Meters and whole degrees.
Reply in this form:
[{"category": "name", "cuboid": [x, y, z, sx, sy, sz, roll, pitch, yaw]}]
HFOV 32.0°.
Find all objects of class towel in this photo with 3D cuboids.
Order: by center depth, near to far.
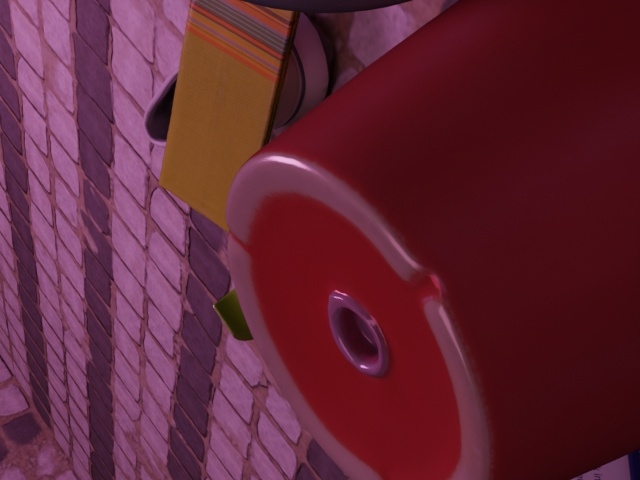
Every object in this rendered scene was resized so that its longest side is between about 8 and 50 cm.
[{"category": "towel", "cuboid": [-0.071, -0.121, 0.873, 0.102, 0.021, 0.237, 35, 128, 26]}]

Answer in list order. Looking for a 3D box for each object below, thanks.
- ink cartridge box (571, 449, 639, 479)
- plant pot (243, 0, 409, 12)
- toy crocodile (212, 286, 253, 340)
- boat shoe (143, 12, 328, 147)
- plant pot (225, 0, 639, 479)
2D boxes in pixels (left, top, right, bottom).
[{"category": "ink cartridge box", "cuboid": [0.167, 0.180, 0.736, 0.224, 0.045, 0.223, 0, 119, 30]}, {"category": "plant pot", "cuboid": [-0.032, -0.253, 0.621, 0.293, 0.196, 0.293, 41, 146, 36]}, {"category": "toy crocodile", "cuboid": [0.000, 0.000, 0.899, 0.115, 0.105, 0.340, 60, 153, 3]}, {"category": "boat shoe", "cuboid": [-0.080, -0.121, 0.947, 0.095, 0.084, 0.258, 63, 153, -1]}, {"category": "plant pot", "cuboid": [0.104, -0.002, 0.565, 0.275, 0.243, 0.274, 40, 145, 36]}]
